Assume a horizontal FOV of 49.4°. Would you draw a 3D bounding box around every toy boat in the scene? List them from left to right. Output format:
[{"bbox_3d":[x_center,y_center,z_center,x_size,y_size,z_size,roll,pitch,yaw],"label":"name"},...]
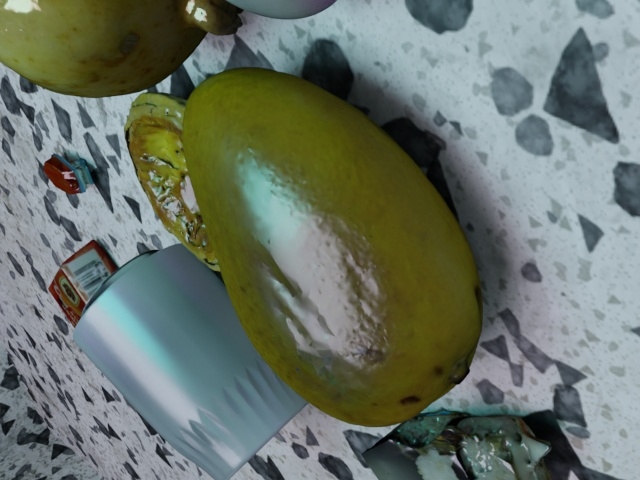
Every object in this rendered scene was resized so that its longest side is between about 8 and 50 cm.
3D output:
[{"bbox_3d":[-0.516,-0.140,1.426,0.173,0.058,0.069,22,133,47],"label":"toy boat"}]

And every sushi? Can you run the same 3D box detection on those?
[{"bbox_3d":[0.197,0.269,0.895,0.273,0.109,0.134,-38,83,41],"label":"sushi"}]

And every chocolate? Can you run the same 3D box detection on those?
[{"bbox_3d":[-0.520,0.147,1.620,0.237,0.108,0.235,55,147,-2],"label":"chocolate"}]

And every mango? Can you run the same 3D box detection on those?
[{"bbox_3d":[0.000,0.000,0.785,0.445,0.220,0.301,55,136,5],"label":"mango"}]

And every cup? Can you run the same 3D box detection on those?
[{"bbox_3d":[-0.216,0.207,1.185,0.371,0.253,0.253,47,144,8],"label":"cup"}]

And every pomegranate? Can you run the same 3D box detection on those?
[{"bbox_3d":[-0.234,-0.311,0.744,0.342,0.342,0.342,30,138,32],"label":"pomegranate"}]

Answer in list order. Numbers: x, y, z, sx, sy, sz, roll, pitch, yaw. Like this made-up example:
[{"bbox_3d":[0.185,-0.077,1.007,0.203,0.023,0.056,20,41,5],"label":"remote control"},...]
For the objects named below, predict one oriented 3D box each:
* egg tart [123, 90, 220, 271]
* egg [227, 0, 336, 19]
[{"bbox_3d":[-0.163,-0.093,0.999,0.290,0.115,0.290,33,141,31],"label":"egg tart"},{"bbox_3d":[-0.051,-0.303,0.601,0.196,0.196,0.271,49,179,9],"label":"egg"}]
